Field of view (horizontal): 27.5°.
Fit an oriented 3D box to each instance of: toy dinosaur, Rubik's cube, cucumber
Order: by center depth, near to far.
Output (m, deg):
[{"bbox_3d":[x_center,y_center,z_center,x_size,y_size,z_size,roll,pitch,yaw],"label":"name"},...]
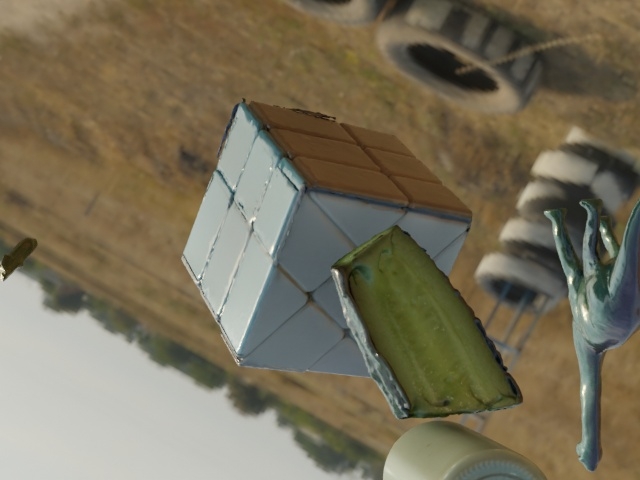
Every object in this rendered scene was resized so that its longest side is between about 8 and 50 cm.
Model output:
[{"bbox_3d":[0.077,0.089,1.125,0.086,0.115,0.193,-13,108,56],"label":"cucumber"},{"bbox_3d":[0.000,0.000,1.497,0.221,0.231,0.224,10,-156,-29],"label":"Rubik's cube"},{"bbox_3d":[0.352,0.118,1.538,0.129,0.330,0.383,-3,175,-4],"label":"toy dinosaur"}]

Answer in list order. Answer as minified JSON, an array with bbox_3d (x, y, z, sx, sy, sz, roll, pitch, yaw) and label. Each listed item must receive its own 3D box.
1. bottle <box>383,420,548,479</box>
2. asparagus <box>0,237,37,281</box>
[{"bbox_3d":[0.115,0.211,1.107,0.104,0.104,0.245,30,175,-7],"label":"bottle"},{"bbox_3d":[-0.399,0.025,1.708,0.021,0.025,0.108,2,-154,11],"label":"asparagus"}]
